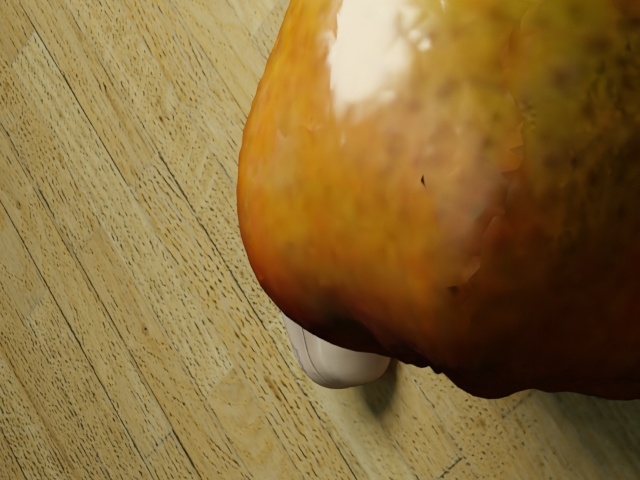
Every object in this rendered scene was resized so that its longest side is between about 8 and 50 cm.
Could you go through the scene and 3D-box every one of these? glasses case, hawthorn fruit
[{"bbox_3d":[0.000,0.000,1.658,0.075,0.113,0.297,-19,79,41],"label":"glasses case"},{"bbox_3d":[0.165,-0.099,1.310,0.471,0.471,0.472,2,93,41],"label":"hawthorn fruit"}]
